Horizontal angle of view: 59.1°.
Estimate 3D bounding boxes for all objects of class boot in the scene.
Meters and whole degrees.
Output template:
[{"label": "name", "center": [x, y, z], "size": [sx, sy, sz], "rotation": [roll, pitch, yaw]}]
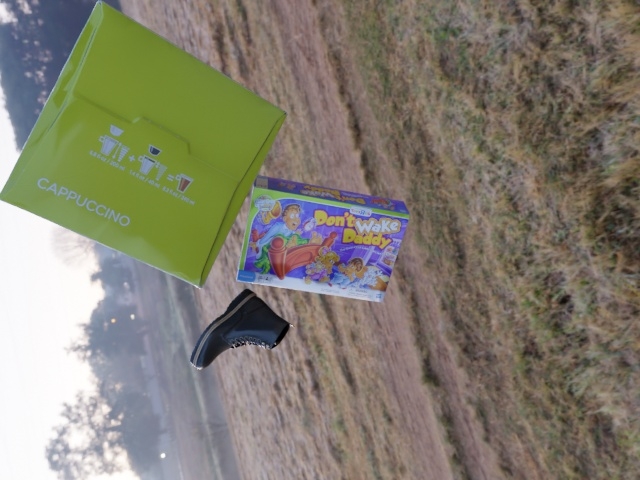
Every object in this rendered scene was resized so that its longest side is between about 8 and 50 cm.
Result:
[{"label": "boot", "center": [-0.163, 0.211, 1.176], "size": [0.137, 0.198, 0.077], "rotation": [32, 164, 21]}]

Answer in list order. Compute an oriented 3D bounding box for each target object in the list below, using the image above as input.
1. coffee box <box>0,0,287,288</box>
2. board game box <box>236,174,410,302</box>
[{"label": "coffee box", "center": [-0.315, -0.153, 1.024], "size": [0.338, 0.337, 0.334], "rotation": [-64, 21, -4]}, {"label": "board game box", "center": [0.000, 0.000, 1.278], "size": [0.078, 0.346, 0.234], "rotation": [-99, 20, -63]}]
